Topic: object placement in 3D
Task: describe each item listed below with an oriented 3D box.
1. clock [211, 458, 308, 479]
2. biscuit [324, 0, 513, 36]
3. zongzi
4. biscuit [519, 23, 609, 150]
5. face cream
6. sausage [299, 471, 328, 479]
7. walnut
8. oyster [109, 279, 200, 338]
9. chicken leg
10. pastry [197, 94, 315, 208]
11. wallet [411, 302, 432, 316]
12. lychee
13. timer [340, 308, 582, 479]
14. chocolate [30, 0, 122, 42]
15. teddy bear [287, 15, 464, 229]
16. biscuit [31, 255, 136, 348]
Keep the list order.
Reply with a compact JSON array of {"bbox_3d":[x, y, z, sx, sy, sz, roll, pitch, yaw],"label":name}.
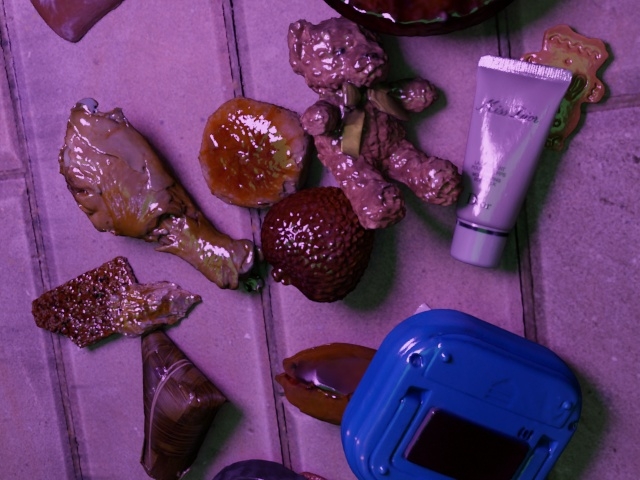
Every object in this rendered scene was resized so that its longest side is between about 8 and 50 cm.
[{"bbox_3d":[-0.099,0.528,1.364,0.280,0.055,0.280,6,108,19],"label":"clock"},{"bbox_3d":[0.145,-0.490,1.097,0.407,0.091,0.407,-1,84,9],"label":"biscuit"},{"bbox_3d":[-0.296,0.301,1.397,0.241,0.111,0.247,44,120,34],"label":"zongzi"},{"bbox_3d":[0.352,-0.231,1.146,0.133,0.027,0.184,37,107,6],"label":"biscuit"},{"bbox_3d":[0.273,-0.115,1.157,0.143,0.089,0.314,18,101,27],"label":"face cream"},{"bbox_3d":[0.029,0.457,1.346,0.158,0.036,0.042,28,117,10],"label":"sausage"},{"bbox_3d":[0.040,0.240,1.259,0.245,0.137,0.137,2,100,10],"label":"walnut"},{"bbox_3d":[-0.306,0.124,1.365,0.146,0.045,0.121,26,87,-13],"label":"oyster"},{"bbox_3d":[-0.268,-0.054,1.297,0.429,0.153,0.201,37,99,0],"label":"chicken leg"},{"bbox_3d":[-0.109,-0.141,1.258,0.192,0.093,0.182,17,106,12],"label":"pastry"},{"bbox_3d":[0.189,0.145,1.261,0.083,0.011,0.044,40,107,6],"label":"wallet"},{"bbox_3d":[-0.006,0.001,1.208,0.194,0.194,0.194,3,100,16],"label":"lychee"},{"bbox_3d":[0.220,0.279,1.165,0.340,0.115,0.309,23,105,-15],"label":"timer"},{"bbox_3d":[-0.406,-0.471,1.295,0.254,0.080,0.157,-34,88,18],"label":"chocolate"},{"bbox_3d":[0.084,-0.190,1.133,0.296,0.246,0.222,48,148,41],"label":"teddy bear"},{"bbox_3d":[-0.439,0.130,1.422,0.237,0.026,0.131,-25,80,17],"label":"biscuit"}]
